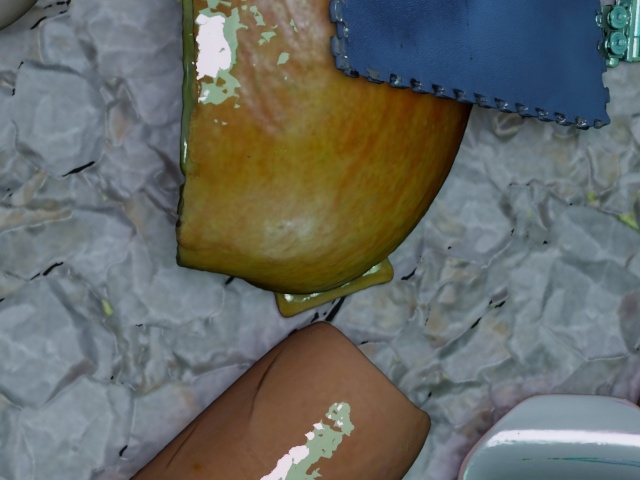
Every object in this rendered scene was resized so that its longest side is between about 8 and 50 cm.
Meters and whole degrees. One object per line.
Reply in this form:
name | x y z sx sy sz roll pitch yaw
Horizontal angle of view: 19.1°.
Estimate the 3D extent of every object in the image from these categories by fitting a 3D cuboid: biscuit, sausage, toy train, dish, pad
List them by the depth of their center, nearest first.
pad | 0.092 -0.210 1.165 0.269 0.012 0.270 9 74 -46
sausage | -0.070 0.184 1.168 0.304 0.121 0.121 -43 99 -10
biscuit | 0.000 0.000 1.236 0.081 0.018 0.083 -18 95 -13
dish | 0.165 0.216 1.236 0.154 0.064 0.234 2 91 8
toy train | 0.204 -0.161 1.277 0.045 0.029 0.092 2 94 -29

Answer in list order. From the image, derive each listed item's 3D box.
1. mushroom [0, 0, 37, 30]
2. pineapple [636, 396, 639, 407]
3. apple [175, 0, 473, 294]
mushroom | -0.240 -0.226 1.113 0.207 0.207 0.215 17 51 -12
pineapple | 0.352 0.095 1.267 0.277 0.119 0.130 -14 75 -12
apple | -0.017 -0.142 1.170 0.179 0.254 0.346 -4 84 31
